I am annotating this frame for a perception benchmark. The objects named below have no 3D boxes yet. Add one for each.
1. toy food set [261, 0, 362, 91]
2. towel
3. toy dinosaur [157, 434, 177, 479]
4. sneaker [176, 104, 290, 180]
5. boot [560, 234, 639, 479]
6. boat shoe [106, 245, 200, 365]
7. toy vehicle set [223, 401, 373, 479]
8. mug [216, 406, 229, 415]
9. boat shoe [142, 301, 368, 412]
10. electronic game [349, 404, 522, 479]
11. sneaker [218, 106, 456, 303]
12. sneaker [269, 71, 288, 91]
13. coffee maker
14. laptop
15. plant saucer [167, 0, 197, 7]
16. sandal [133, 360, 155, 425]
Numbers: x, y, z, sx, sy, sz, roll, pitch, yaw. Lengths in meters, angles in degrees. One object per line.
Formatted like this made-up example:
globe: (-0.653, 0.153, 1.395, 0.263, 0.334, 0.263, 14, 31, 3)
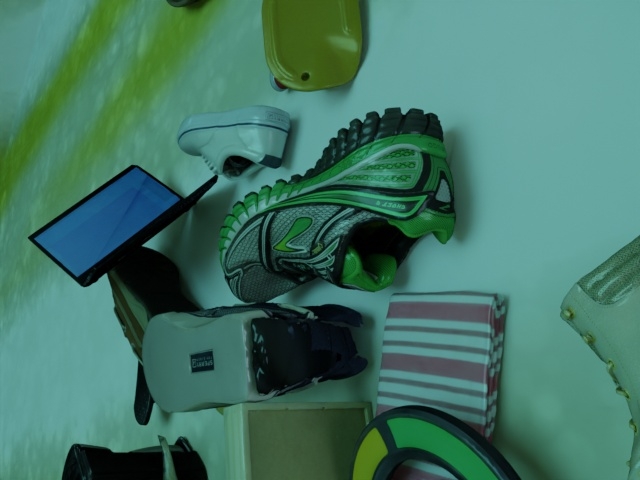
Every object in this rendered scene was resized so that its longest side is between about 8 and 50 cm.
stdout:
toy food set: (-0.006, -0.287, 0.867, 0.128, 0.071, 0.217, -7, 80, 15)
towel: (0.110, 0.146, 0.637, 0.144, 0.029, 0.197, -4, 76, 53)
toy dinosaur: (-0.163, 0.394, 0.876, 0.118, 0.064, 0.268, 3, 101, 17)
sneaker: (-0.144, -0.137, 0.988, 0.258, 0.094, 0.091, 0, 79, 53)
boot: (0.220, 0.111, 0.455, 0.213, 0.077, 0.165, -56, 42, 21)
boat shoe: (-0.291, 0.116, 1.104, 0.324, 0.123, 0.119, 46, 121, 49)
toy vehicle set: (-0.007, 0.291, 0.637, 0.035, 0.166, 0.266, -30, 58, 46)
mug: (-0.125, 0.203, 0.899, 0.062, 0.078, 0.064, -13, 79, 29)
boat shoe: (-0.089, 0.139, 0.799, 0.341, 0.158, 0.127, -11, 82, 55)
electronic game: (0.102, 0.253, 0.561, 0.229, 0.048, 0.229, 15, 109, 51)
sneaker: (0.000, 0.000, 0.728, 0.343, 0.134, 0.146, -34, 56, 43)
sneaker: (-0.041, -0.273, 0.927, 0.067, 0.042, 0.118, -5, 85, 57)
coffee maker: (-0.263, 0.355, 0.954, 0.171, 0.178, 0.120, -3, 80, 53)
laptop: (-0.322, -0.049, 1.064, 0.136, 0.234, 0.264, 51, 154, -7)
plant saucer: (-0.224, -0.572, 1.250, 0.278, 0.041, 0.277, -16, 70, 51)
sandal: (-0.289, 0.239, 1.144, 0.067, 0.040, 0.179, -53, 29, 24)
